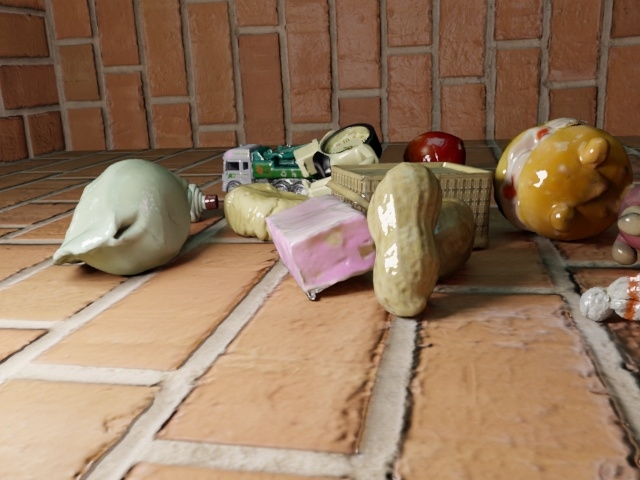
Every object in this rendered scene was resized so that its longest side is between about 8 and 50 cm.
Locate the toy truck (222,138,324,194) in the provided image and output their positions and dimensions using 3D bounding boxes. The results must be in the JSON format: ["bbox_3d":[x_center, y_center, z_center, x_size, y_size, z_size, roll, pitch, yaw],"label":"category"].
[{"bbox_3d":[-0.131,-0.221,1.979,0.363,0.178,0.176,-1,15,19],"label":"toy truck"}]

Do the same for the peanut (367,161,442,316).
[{"bbox_3d":[0.133,-0.002,1.012,0.123,0.257,0.123,6,-18,2],"label":"peanut"}]

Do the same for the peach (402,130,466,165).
[{"bbox_3d":[0.368,-0.257,1.993,0.197,0.198,0.197,-3,15,1],"label":"peach"}]

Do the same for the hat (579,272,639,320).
[{"bbox_3d":[0.456,0.080,0.899,0.162,0.094,0.112,-2,3,26],"label":"hat"}]

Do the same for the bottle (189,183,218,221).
[{"bbox_3d":[-0.397,-0.099,1.697,0.245,0.104,0.104,-2,15,3],"label":"bottle"}]

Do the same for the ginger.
[{"bbox_3d":[0.204,0.001,1.151,0.267,0.138,0.152,-21,18,-36],"label":"ginger"}]

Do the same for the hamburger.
[{"bbox_3d":[0.528,-0.124,1.331,0.276,0.277,0.237,-5,13,-7],"label":"hamburger"}]

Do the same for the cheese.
[{"bbox_3d":[-0.113,-0.070,1.526,0.214,0.117,0.225,20,22,42],"label":"cheese"}]

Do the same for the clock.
[{"bbox_3d":[0.063,-0.183,1.699,0.276,0.120,0.379,-23,32,7],"label":"clock"}]

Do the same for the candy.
[{"bbox_3d":[0.000,0.000,1.175,0.155,0.116,0.265,-25,17,-7],"label":"candy"}]

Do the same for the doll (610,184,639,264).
[{"bbox_3d":[0.628,-0.002,1.047,0.255,0.152,0.196,16,12,23],"label":"doll"}]

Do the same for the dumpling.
[{"bbox_3d":[-0.385,-0.025,1.278,0.211,0.270,0.320,34,8,30],"label":"dumpling"}]

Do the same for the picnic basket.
[{"bbox_3d":[0.183,-0.070,1.359,0.312,0.176,0.228,-3,14,-16],"label":"picnic basket"}]
